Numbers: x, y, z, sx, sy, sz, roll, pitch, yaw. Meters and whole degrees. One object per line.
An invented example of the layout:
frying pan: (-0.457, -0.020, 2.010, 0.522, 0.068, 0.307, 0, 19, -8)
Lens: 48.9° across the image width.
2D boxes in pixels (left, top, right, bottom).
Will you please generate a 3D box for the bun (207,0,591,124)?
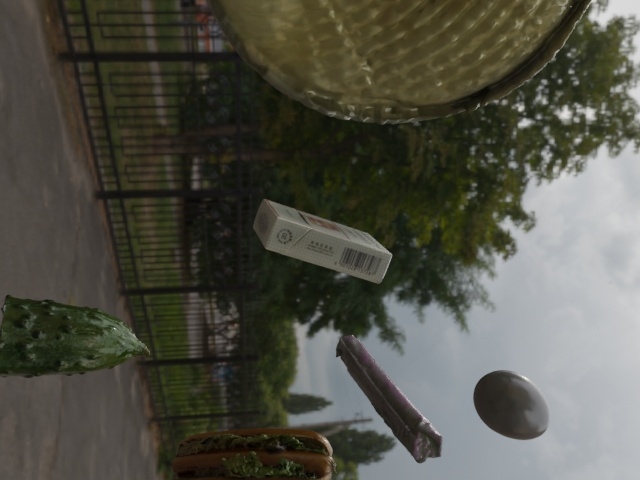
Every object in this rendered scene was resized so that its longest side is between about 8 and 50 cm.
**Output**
bun: (0.069, -0.292, 0.629, 0.364, 0.364, 0.202, 95, -4, -48)

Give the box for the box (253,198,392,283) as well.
box: (0.000, 0.001, 1.865, 0.210, 0.330, 0.095, -131, -121, -69)

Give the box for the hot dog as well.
hot dog: (-0.126, 0.405, 1.289, 0.135, 0.337, 0.100, -79, 152, -43)

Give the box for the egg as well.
egg: (0.446, 0.384, 1.634, 0.146, 0.198, 0.146, -51, -170, 12)

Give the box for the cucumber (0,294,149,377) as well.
cucumber: (-0.405, 0.167, 1.158, 0.134, 0.244, 0.134, -171, -90, -71)

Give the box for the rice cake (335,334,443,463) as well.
rice cake: (0.100, 0.238, 1.098, 0.270, 0.049, 0.055, 46, -28, 49)
